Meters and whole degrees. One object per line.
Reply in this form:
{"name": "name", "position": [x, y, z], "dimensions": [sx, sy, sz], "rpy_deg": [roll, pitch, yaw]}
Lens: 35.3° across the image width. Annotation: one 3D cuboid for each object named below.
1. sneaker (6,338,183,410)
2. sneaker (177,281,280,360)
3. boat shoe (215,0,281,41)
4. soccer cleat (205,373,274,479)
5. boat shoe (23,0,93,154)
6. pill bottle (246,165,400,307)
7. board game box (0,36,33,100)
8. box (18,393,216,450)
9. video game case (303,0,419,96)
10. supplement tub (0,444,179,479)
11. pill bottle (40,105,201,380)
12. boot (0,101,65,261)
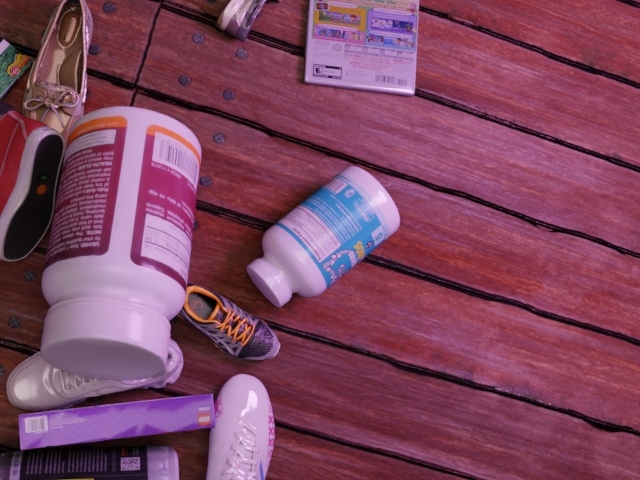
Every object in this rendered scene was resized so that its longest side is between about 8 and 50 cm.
{"name": "sneaker", "position": [-0.371, 0.213, 1.657], "dimensions": [0.292, 0.118, 0.110], "rpy_deg": [-12, 86, -12]}
{"name": "sneaker", "position": [-0.165, 0.142, 1.728], "dimensions": [0.215, 0.083, 0.084], "rpy_deg": [29, 75, -8]}
{"name": "boat shoe", "position": [-0.101, -0.459, 1.836], "dimensions": [0.073, 0.080, 0.223], "rpy_deg": [39, 81, -10]}
{"name": "soccer cleat", "position": [-0.134, 0.388, 1.667], "dimensions": [0.116, 0.143, 0.331], "rpy_deg": [9, 80, -11]}
{"name": "boat shoe", "position": [-0.452, -0.285, 1.724], "dimensions": [0.105, 0.089, 0.285], "rpy_deg": [7, 81, -12]}
{"name": "pill bottle", "position": [0.000, 0.000, 1.752], "dimensions": [0.264, 0.146, 0.146], "rpy_deg": [-39, 91, -14]}
{"name": "board game box", "position": [-0.623, -0.250, 1.702], "dimensions": [0.136, 0.030, 0.259], "rpy_deg": [37, 70, -7]}
{"name": "box", "position": [-0.324, 0.290, 1.611], "dimensions": [0.293, 0.201, 0.057], "rpy_deg": [-4, 82, -12]}
{"name": "video game case", "position": [0.078, -0.376, 1.887], "dimensions": [0.213, 0.023, 0.193], "rpy_deg": [5, 81, -11]}
{"name": "supplement tub", "position": [-0.391, 0.427, 1.563], "dimensions": [0.338, 0.207, 0.207], "rpy_deg": [1, 82, -11]}
{"name": "pill bottle", "position": [-0.316, 0.007, 1.592], "dimensions": [0.224, 0.224, 0.392], "rpy_deg": [9, 62, -11]}
{"name": "boot", "position": [-0.531, -0.101, 1.693], "dimensions": [0.176, 0.088, 0.244], "rpy_deg": [28, 106, 30]}
